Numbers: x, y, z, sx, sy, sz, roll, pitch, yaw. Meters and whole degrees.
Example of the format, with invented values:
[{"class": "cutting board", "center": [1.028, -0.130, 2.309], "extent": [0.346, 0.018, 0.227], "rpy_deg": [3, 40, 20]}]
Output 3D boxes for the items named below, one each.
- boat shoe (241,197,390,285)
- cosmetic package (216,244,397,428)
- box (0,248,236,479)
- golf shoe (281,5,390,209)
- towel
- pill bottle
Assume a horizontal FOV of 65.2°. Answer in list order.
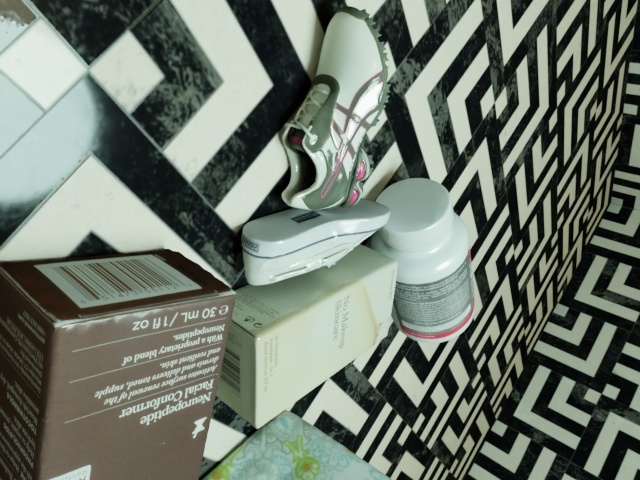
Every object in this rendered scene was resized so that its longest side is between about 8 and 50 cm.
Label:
[{"class": "boat shoe", "center": [0.000, 0.000, 0.745], "extent": [0.267, 0.096, 0.088], "rpy_deg": [-21, 129, -43]}, {"class": "cosmetic package", "center": [-0.019, 0.127, 0.776], "extent": [0.309, 0.113, 0.160], "rpy_deg": [-23, 126, -42]}, {"class": "box", "center": [-0.233, 0.212, 0.530], "extent": [0.191, 0.143, 0.382], "rpy_deg": [-6, 115, -51]}, {"class": "golf shoe", "center": [0.015, -0.165, 0.667], "extent": [0.120, 0.105, 0.273], "rpy_deg": [-16, 121, -39]}, {"class": "towel", "center": [-0.066, 0.437, 0.712], "extent": [0.374, 0.320, 0.090], "rpy_deg": [-32, 130, -37]}, {"class": "pill bottle", "center": [0.193, 0.042, 0.940], "extent": [0.176, 0.176, 0.319], "rpy_deg": [-49, 141, -23]}]
